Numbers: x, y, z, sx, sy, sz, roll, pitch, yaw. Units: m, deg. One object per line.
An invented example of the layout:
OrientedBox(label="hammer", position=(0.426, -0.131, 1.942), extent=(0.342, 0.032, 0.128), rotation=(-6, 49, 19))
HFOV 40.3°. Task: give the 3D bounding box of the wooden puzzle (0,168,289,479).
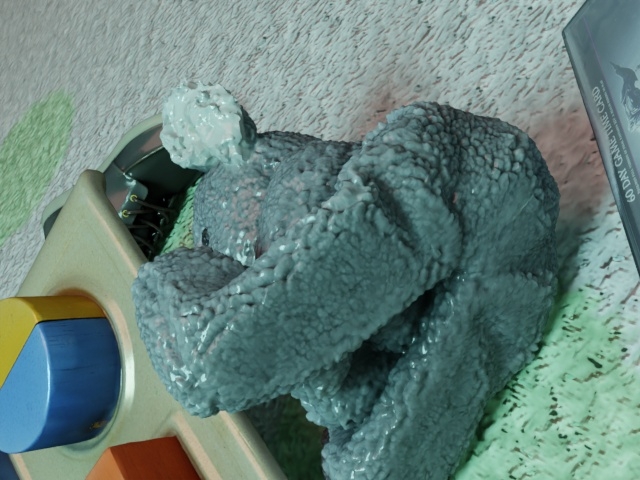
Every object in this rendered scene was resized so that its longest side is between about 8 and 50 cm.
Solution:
OrientedBox(label="wooden puzzle", position=(-0.163, 0.177, 0.525), extent=(0.322, 0.080, 0.348), rotation=(-54, 52, 26))

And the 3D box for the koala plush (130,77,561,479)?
OrientedBox(label="koala plush", position=(0.000, 0.000, 0.494), extent=(0.203, 0.196, 0.221), rotation=(-49, 35, -4))

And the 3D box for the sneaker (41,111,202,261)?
OrientedBox(label="sneaker", position=(-0.159, -0.020, 0.793), extent=(0.222, 0.083, 0.118), rotation=(-35, 58, 26))

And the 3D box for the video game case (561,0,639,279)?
OrientedBox(label="video game case", position=(0.210, -0.123, 0.366), extent=(0.274, 0.026, 0.196), rotation=(126, 150, -46))
